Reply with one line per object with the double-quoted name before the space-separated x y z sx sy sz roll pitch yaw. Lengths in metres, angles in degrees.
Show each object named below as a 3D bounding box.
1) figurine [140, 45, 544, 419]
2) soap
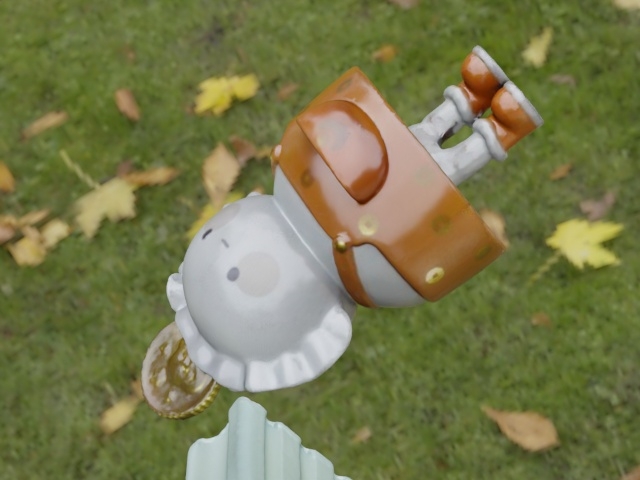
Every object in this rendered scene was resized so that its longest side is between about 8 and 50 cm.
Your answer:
"figurine" 0.007 0.002 0.834 0.271 0.143 0.143 -50 31 18
"soap" -0.034 0.258 1.219 0.087 0.160 0.265 -44 17 14
